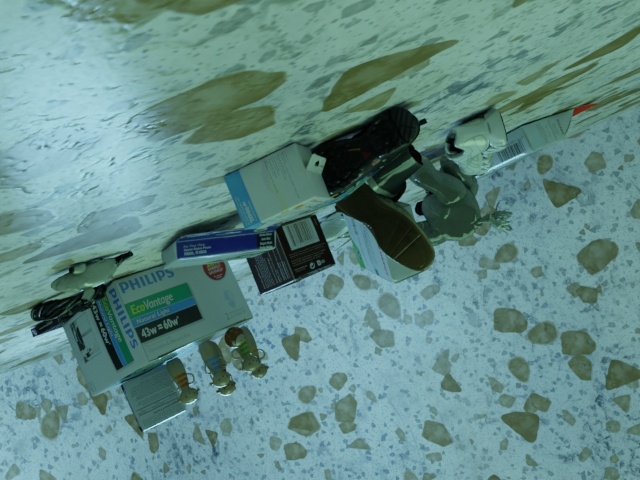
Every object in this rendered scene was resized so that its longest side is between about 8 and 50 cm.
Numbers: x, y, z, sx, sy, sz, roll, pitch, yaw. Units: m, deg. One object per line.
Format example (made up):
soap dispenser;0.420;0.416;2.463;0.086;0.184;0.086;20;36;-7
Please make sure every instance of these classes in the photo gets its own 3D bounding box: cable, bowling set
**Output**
cable;-0.582;0.141;1.639;0.184;0.047;0.150;-22;172;33
bowling set;-0.247;0.326;1.864;0.286;0.154;0.200;-23;173;-31

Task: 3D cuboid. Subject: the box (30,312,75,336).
box;-0.729;0.225;2.002;0.162;0.029;0.116;-24;177;36

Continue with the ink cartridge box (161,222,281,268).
ink cartridge box;-0.217;0.016;1.531;0.223;0.045;0.224;-7;173;-23

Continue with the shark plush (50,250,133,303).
shark plush;-0.431;0.050;1.344;0.067;0.073;0.161;1;-144;45

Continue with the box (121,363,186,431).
box;-0.446;0.420;1.886;0.126;0.137;0.072;-22;172;-25

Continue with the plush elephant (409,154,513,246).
plush elephant;0.340;-0.130;1.909;0.329;0.272;0.255;8;-148;-7

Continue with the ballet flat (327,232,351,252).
ballet flat;0.000;0.000;2.490;0.348;0.123;0.123;-21;176;-17

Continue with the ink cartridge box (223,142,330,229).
ink cartridge box;-0.057;-0.085;1.097;0.143;0.090;0.092;-23;176;15

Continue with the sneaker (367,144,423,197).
sneaker;0.182;-0.157;1.576;0.118;0.083;0.222;-29;177;19

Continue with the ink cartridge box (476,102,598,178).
ink cartridge box;0.676;-0.312;2.269;0.384;0.091;0.308;-19;175;-31

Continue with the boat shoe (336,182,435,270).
boat shoe;0.156;-0.048;1.621;0.105;0.285;0.089;-50;169;27

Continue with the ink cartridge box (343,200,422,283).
ink cartridge box;0.188;-0.010;2.116;0.121;0.211;0.289;-21;-165;-13

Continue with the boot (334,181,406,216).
boot;0.142;-0.129;2.016;0.219;0.082;0.106;-29;-156;-31

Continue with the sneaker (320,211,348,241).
sneaker;0.092;-0.076;2.332;0.237;0.085;0.086;-27;-159;17

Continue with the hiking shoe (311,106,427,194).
hiking shoe;0.072;-0.137;1.163;0.226;0.086;0.114;-25;172;25

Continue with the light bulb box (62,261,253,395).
light bulb box;-0.446;0.221;1.933;0.357;0.225;0.361;-20;171;-45

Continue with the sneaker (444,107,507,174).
sneaker;0.336;-0.215;1.613;0.118;0.110;0.292;-15;168;0

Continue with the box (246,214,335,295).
box;-0.097;0.044;2.119;0.168;0.167;0.203;-20;175;-38
